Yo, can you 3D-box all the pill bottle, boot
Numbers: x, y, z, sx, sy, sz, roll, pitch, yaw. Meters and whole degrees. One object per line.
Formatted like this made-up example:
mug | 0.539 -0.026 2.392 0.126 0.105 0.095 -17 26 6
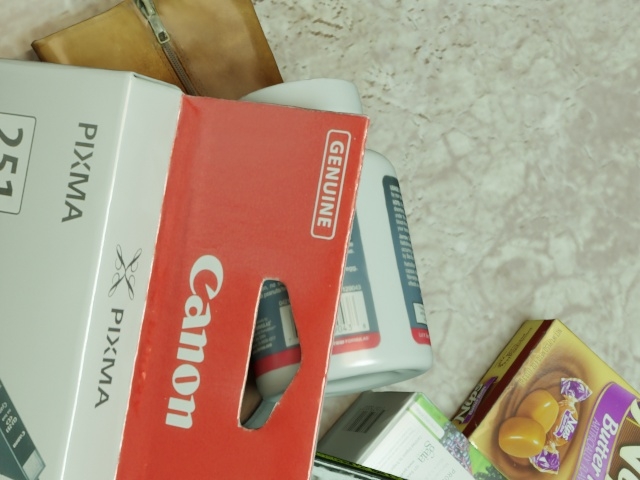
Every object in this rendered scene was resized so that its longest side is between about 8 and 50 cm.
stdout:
pill bottle | 0.000 0.000 1.147 0.108 0.108 0.180 -6 78 -20
boot | -0.098 -0.010 1.199 0.264 0.096 0.280 -31 96 -18

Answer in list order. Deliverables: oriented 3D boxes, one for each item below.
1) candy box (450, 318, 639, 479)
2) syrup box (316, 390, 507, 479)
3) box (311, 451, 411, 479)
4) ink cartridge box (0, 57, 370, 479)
candy box | 0.187 0.153 1.313 0.187 0.053 0.109 42 74 -14
syrup box | 0.097 0.212 1.255 0.237 0.093 0.096 45 74 -12
box | 0.019 0.234 1.164 0.184 0.045 0.190 19 91 -13
ink cartridge box | -0.122 0.050 1.106 0.066 0.261 0.296 12 87 -62
